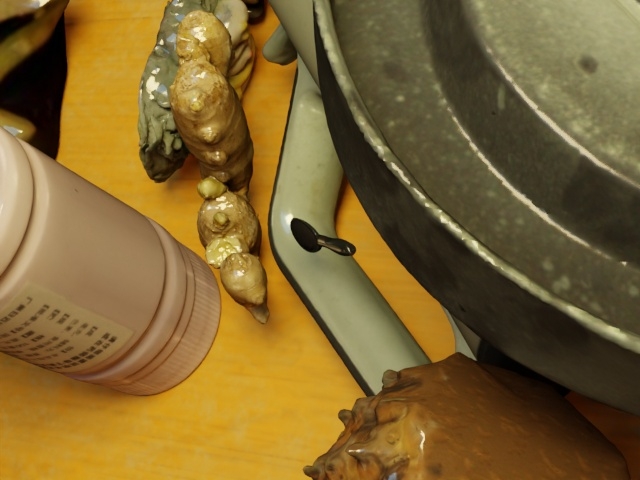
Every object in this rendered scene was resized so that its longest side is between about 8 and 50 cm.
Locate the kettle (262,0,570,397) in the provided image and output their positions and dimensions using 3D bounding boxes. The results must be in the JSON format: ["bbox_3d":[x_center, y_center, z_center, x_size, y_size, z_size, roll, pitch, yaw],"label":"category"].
[{"bbox_3d":[0.086,-0.085,0.719,0.361,0.250,0.376,-43,58,31],"label":"kettle"}]

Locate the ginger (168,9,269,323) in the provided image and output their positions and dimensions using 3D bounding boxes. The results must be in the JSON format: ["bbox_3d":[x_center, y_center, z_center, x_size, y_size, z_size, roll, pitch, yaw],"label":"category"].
[{"bbox_3d":[-0.070,-0.041,0.797,0.053,0.176,0.193,-7,67,-4],"label":"ginger"}]

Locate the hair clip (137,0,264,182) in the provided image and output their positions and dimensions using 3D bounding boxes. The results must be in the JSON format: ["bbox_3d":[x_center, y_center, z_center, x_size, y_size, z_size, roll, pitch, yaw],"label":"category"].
[{"bbox_3d":[-0.078,-0.202,0.905,0.091,0.138,0.321,6,70,-2],"label":"hair clip"}]

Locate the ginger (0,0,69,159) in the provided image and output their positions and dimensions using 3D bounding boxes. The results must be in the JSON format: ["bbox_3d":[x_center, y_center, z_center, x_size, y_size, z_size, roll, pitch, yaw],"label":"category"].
[{"bbox_3d":[-0.421,-0.124,0.995,0.358,0.211,0.413,32,88,35],"label":"ginger"}]

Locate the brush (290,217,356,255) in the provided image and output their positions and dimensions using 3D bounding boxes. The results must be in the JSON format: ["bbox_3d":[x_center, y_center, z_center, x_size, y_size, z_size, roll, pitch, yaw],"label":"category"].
[{"bbox_3d":[0.000,0.000,0.715,0.008,0.024,0.083,-27,21,-22],"label":"brush"}]

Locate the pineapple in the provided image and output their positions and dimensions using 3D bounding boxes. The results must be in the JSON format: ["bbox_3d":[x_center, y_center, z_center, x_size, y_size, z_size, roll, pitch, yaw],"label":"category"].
[{"bbox_3d":[0.026,0.226,0.619,0.165,0.166,0.364,47,128,33],"label":"pineapple"}]

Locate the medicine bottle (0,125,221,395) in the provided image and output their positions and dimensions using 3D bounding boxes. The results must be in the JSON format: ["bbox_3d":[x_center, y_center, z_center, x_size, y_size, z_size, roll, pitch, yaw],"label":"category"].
[{"bbox_3d":[-0.182,0.020,0.786,0.133,0.250,0.133,-10,67,25],"label":"medicine bottle"}]

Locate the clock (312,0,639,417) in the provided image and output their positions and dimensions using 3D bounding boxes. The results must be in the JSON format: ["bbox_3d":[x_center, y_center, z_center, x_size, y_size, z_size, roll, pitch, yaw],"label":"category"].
[{"bbox_3d":[0.182,-0.099,0.510,0.386,0.076,0.386,1,63,-3],"label":"clock"}]
